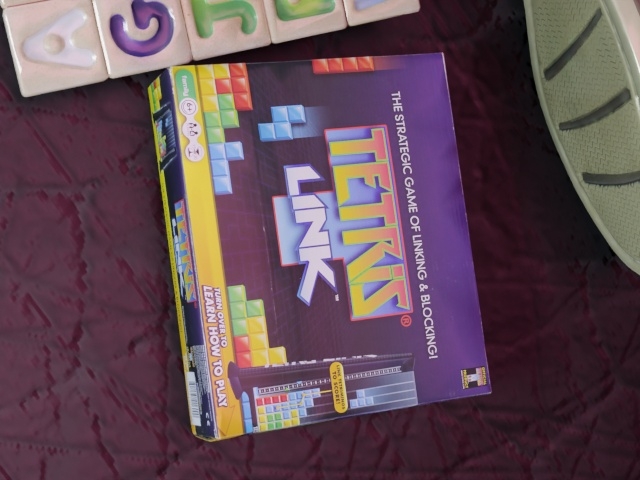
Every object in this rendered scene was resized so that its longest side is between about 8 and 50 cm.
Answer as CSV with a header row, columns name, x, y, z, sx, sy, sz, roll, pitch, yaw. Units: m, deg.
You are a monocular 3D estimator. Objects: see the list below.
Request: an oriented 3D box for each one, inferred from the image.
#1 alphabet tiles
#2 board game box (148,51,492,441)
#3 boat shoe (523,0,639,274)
name,x,y,z,sx,sy,sz,roll,pitch,yaw
alphabet tiles,-0.065,-0.201,0.550,0.198,0.009,0.237,-15,102,-17
board game box,0.000,0.000,0.584,0.141,0.048,0.170,-7,87,-20
boat shoe,0.162,-0.135,0.626,0.103,0.113,0.302,-16,89,-16
